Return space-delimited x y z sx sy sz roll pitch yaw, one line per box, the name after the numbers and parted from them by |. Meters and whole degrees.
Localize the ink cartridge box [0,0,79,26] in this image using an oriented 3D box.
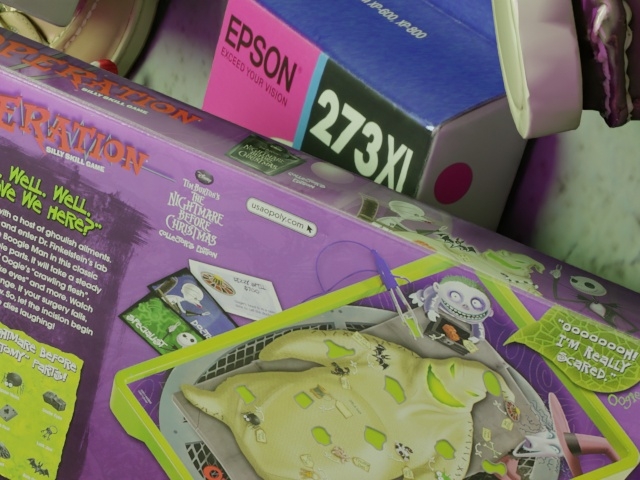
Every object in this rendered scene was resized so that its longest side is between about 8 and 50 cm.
-0.173 -0.280 0.845 0.201 0.117 0.278 27 93 48 | ink cartridge box

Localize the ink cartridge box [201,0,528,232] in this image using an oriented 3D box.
0.000 0.000 0.750 0.176 0.069 0.371 42 122 45 | ink cartridge box

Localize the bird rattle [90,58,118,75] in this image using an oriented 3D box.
-0.163 0.015 0.865 0.253 0.143 0.206 -134 37 -72 | bird rattle

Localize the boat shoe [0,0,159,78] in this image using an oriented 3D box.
-0.196 -0.130 0.968 0.302 0.098 0.109 -38 63 48 | boat shoe

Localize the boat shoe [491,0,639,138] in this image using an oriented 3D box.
0.101 -0.202 0.571 0.116 0.097 0.324 63 -158 -80 | boat shoe

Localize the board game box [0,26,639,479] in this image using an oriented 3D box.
-0.035 0.061 0.661 0.347 0.056 0.208 24 120 13 | board game box
